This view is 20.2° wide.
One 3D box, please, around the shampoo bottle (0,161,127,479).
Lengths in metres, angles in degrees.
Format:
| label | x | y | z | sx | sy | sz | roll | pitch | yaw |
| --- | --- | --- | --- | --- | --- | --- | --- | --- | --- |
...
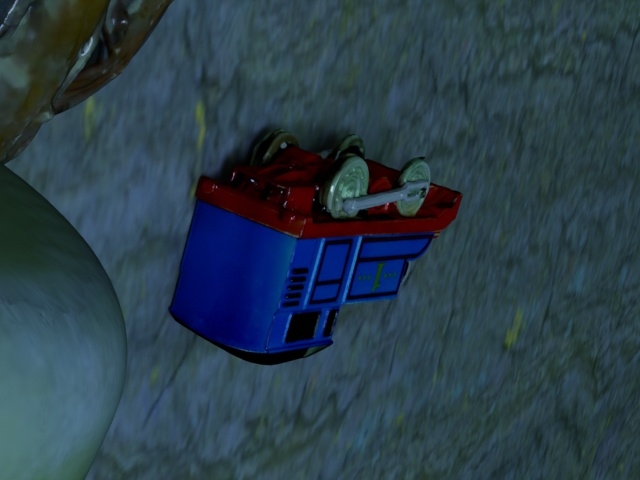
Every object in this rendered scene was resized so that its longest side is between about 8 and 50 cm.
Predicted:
| label | x | y | z | sx | sy | sz | roll | pitch | yaw |
| --- | --- | --- | --- | --- | --- | --- | --- | --- | --- |
| shampoo bottle | -0.227 | 0.095 | 0.525 | 0.322 | 0.322 | 0.317 | 3 | 115 | -62 |

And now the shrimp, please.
| label | x | y | z | sx | sy | sz | roll | pitch | yaw |
| --- | --- | --- | --- | --- | --- | --- | --- | --- | --- |
| shrimp | -0.124 | -0.094 | 0.850 | 0.317 | 0.062 | 0.164 | -56 | 162 | -5 |

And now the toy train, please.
| label | x | y | z | sx | sy | sz | roll | pitch | yaw |
| --- | --- | --- | --- | --- | --- | --- | --- | --- | --- |
| toy train | 0.000 | 0.000 | 1.137 | 0.204 | 0.082 | 0.131 | -4 | 111 | -59 |
